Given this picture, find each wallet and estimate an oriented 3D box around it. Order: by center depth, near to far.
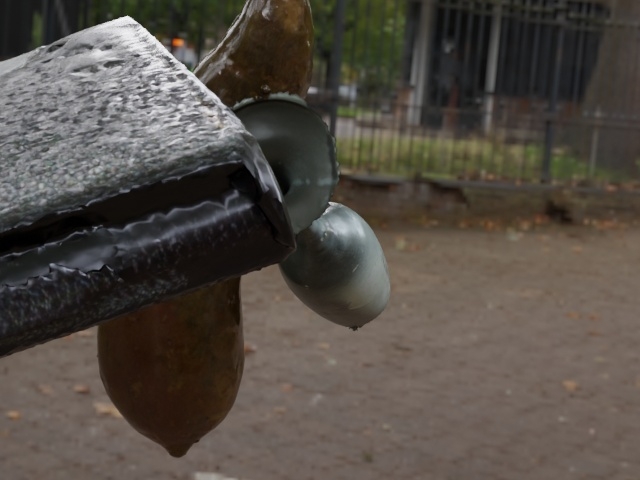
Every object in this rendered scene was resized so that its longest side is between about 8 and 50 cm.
[{"bbox_3d":[-0.152,-0.027,0.562,0.220,0.071,0.262,-23,30,-10],"label":"wallet"}]

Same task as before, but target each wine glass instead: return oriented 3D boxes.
[{"bbox_3d":[0.000,0.000,0.721,0.074,0.074,0.262,6,-15,13],"label":"wine glass"}]

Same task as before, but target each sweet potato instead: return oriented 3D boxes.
[{"bbox_3d":[-0.071,-0.018,0.742,0.097,0.292,0.097,13,7,-2],"label":"sweet potato"}]
